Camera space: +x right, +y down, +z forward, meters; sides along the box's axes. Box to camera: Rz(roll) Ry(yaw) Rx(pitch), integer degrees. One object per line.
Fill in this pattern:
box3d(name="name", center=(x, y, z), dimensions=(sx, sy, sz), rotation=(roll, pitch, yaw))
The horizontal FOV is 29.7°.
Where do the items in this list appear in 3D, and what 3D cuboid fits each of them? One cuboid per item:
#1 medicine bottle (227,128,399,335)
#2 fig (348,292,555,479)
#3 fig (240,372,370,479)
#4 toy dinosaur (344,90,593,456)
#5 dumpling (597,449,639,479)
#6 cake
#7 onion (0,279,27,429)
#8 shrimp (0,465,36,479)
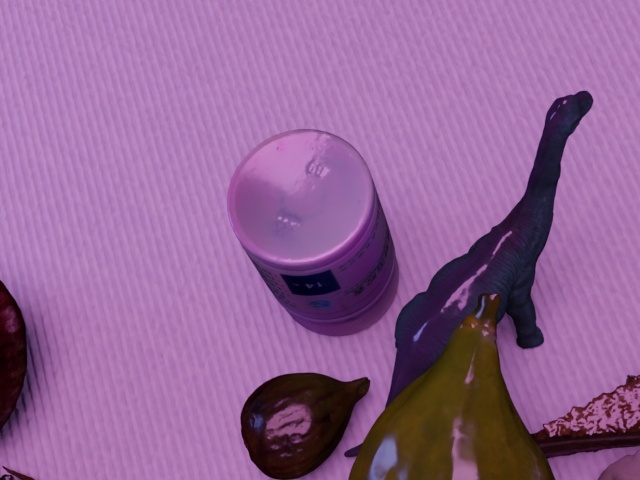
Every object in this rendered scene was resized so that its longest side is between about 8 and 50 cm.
box3d(name="medicine bottle", center=(0.000, 0.000, 1.309), dimensions=(0.152, 0.254, 0.152), rotation=(-4, 69, 10))
box3d(name="fig", center=(0.150, 0.233, 1.204), dimensions=(0.233, 0.233, 0.314), rotation=(15, 73, 16))
box3d(name="fig", center=(-0.012, 0.195, 1.325), dimensions=(0.155, 0.103, 0.109), rotation=(-20, 103, -9))
box3d(name="toy dinosaur", center=(0.138, 0.048, 1.224), dimensions=(0.383, 0.331, 0.129), rotation=(-44, 65, -9))
box3d(name="dumpling", center=(0.323, 0.309, 1.218), dimensions=(0.127, 0.108, 0.188), rotation=(-19, 83, 28))
box3d(name="cake", center=(0.360, 0.182, 1.245), dimensions=(0.295, 0.116, 0.112), rotation=(-17, 66, 4))
box3d(name="onion", center=(-0.472, 0.131, 1.348), dimensions=(0.273, 0.285, 0.273), rotation=(0, 89, 0))
box3d(name="shrimp", center=(-0.295, 0.350, 1.323), dimensions=(0.287, 0.063, 0.152), rotation=(26, 57, 23))
